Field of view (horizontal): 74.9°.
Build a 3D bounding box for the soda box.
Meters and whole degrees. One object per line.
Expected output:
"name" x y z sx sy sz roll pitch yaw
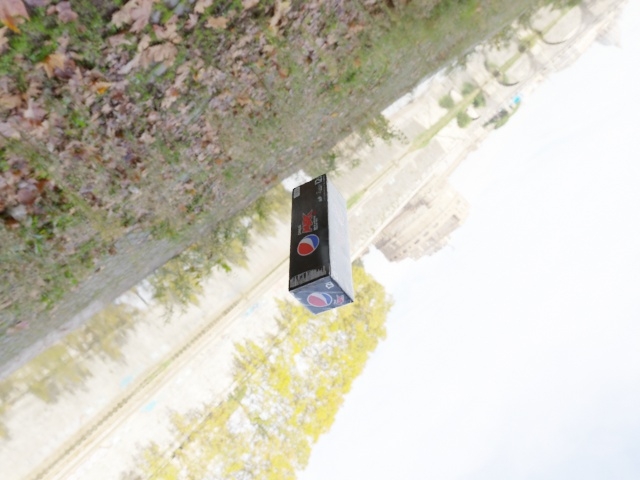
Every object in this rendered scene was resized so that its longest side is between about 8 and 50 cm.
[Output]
"soda box" 0.000 0.000 0.501 0.054 0.060 0.168 -21 -136 21
